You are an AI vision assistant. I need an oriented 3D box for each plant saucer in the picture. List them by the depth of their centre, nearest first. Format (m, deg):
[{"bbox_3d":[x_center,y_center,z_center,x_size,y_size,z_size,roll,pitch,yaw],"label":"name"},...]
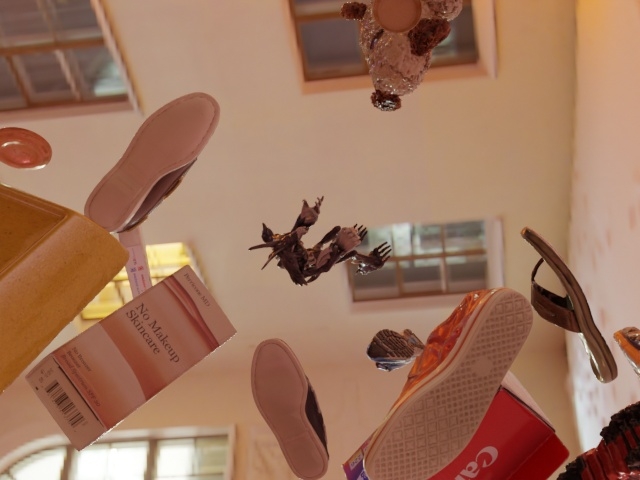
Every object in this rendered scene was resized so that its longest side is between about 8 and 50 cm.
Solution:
[{"bbox_3d":[-0.429,0.017,1.110,0.333,0.332,0.081,-55,-19,-51],"label":"plant saucer"},{"bbox_3d":[-0.405,-0.121,1.367,0.083,0.083,0.013,74,-165,-55],"label":"plant saucer"},{"bbox_3d":[0.129,-0.387,1.703,0.015,0.083,0.083,81,-175,-85],"label":"plant saucer"}]

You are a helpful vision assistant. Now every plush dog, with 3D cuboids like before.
[{"bbox_3d":[0.150,-0.379,1.971,0.225,0.210,0.262,-98,28,-47],"label":"plush dog"}]

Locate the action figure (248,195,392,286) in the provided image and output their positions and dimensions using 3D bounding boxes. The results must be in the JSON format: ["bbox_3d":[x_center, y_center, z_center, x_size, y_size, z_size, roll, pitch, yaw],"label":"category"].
[{"bbox_3d":[0.000,0.000,1.869,0.275,0.141,0.164,2,-143,-48],"label":"action figure"}]

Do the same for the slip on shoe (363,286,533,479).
[{"bbox_3d":[0.169,0.202,1.406,0.123,0.331,0.101,43,164,-24],"label":"slip on shoe"}]

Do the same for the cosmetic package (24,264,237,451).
[{"bbox_3d":[-0.296,0.182,1.619,0.153,0.129,0.296,53,-133,-1],"label":"cosmetic package"}]

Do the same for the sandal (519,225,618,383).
[{"bbox_3d":[0.409,0.116,1.720,0.303,0.086,0.120,64,-170,-4],"label":"sandal"}]

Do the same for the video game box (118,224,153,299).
[{"bbox_3d":[-0.375,0.016,2.043,0.205,0.048,0.187,-111,10,-47],"label":"video game box"}]

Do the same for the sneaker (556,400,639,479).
[{"bbox_3d":[0.460,0.315,1.460,0.276,0.135,0.098,117,152,-43],"label":"sneaker"}]

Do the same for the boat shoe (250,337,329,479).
[{"bbox_3d":[-0.039,0.219,1.359,0.065,0.075,0.206,-67,-41,-73],"label":"boat shoe"}]

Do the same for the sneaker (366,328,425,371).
[{"bbox_3d":[0.117,0.191,1.669,0.063,0.073,0.162,48,-162,24],"label":"sneaker"}]

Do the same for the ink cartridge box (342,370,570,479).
[{"bbox_3d":[0.202,0.342,1.587,0.130,0.309,0.272,39,-173,-18],"label":"ink cartridge box"}]

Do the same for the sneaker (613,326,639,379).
[{"bbox_3d":[0.472,0.161,1.390,0.084,0.083,0.215,52,-176,-13],"label":"sneaker"}]

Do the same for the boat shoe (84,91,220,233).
[{"bbox_3d":[-0.301,-0.140,1.880,0.116,0.324,0.097,42,-178,10],"label":"boat shoe"}]
